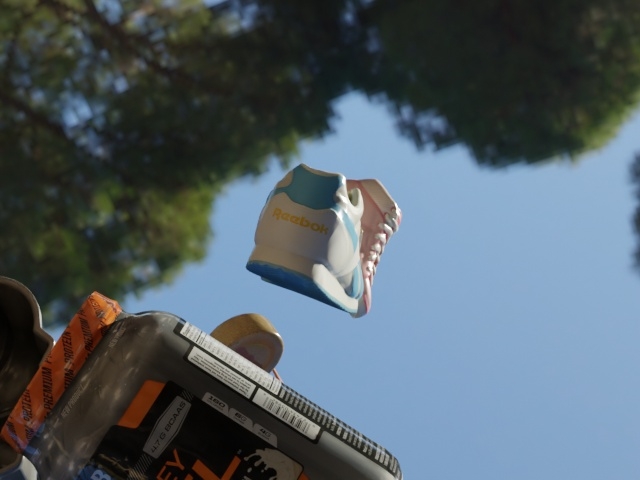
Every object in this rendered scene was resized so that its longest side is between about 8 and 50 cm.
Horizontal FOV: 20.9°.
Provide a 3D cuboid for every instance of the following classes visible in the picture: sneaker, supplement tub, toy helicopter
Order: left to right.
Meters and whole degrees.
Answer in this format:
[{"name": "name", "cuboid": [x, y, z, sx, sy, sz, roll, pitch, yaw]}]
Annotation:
[{"name": "supplement tub", "cuboid": [-0.104, 0.190, 1.497, 0.194, 0.316, 0.193, -57, -177, 4]}, {"name": "toy helicopter", "cuboid": [-0.077, 0.210, 1.881, 0.235, 0.355, 0.140, -13, -132, -21]}, {"name": "sneaker", "cuboid": [0.000, 0.000, 1.359, 0.087, 0.092, 0.229, 19, 175, 5]}, {"name": "sneaker", "cuboid": [0.042, 0.001, 1.507, 0.070, 0.051, 0.134, -10, -121, -6]}]

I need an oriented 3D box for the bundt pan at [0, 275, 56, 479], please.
[{"name": "bundt pan", "cuboid": [-0.393, 0.175, 1.653, 0.330, 0.124, 0.331, -6, -126, 8]}]
